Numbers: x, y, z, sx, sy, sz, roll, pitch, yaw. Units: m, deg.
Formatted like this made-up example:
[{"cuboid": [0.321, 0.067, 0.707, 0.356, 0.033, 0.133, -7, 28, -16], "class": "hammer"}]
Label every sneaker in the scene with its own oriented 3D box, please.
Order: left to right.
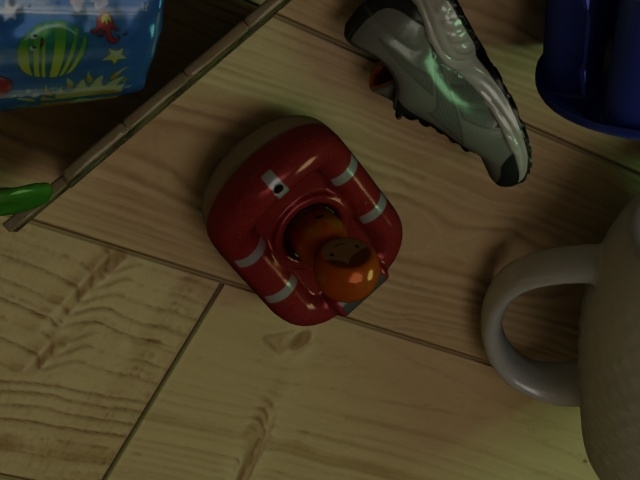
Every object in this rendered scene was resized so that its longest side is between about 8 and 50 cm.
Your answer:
[{"cuboid": [0.110, -0.140, 1.794, 0.108, 0.100, 0.271, -32, 132, 7], "class": "sneaker"}]

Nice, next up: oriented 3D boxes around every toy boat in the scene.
[{"cuboid": [0.000, 0.000, 1.766, 0.151, 0.151, 0.231, -42, 135, -2], "class": "toy boat"}]

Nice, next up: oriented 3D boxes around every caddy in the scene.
[{"cuboid": [0.359, -0.196, 1.817, 0.341, 0.241, 0.179, -19, 123, -23], "class": "caddy"}]

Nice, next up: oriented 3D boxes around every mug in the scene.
[{"cuboid": [0.349, 0.093, 1.998, 0.374, 0.276, 0.328, 1, 139, 11], "class": "mug"}]

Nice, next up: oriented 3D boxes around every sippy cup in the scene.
[{"cuboid": [-0.232, -0.186, 1.383, 0.224, 0.240, 0.305, 1, 111, -18], "class": "sippy cup"}]

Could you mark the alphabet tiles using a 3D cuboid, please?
[{"cuboid": [-0.114, -0.120, 1.551, 0.342, 0.285, 0.011, -41, 95, -5], "class": "alphabet tiles"}]
